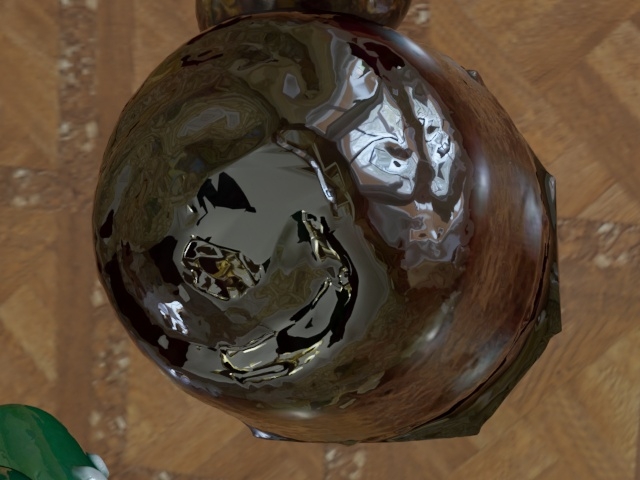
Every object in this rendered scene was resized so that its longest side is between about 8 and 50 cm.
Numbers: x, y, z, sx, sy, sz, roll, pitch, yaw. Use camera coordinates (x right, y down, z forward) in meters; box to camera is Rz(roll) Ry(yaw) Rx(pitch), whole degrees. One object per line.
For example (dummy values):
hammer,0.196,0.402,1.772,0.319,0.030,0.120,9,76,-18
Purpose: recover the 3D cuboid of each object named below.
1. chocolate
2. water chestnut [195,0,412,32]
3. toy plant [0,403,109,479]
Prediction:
chocolate,0.000,0.000,1.163,0.384,0.331,0.383,0,92,10
water chestnut,-0.032,-0.260,1.435,0.238,0.224,0.223,18,105,35
toy plant,-0.098,0.182,0.642,0.113,0.243,0.232,-31,114,-5
